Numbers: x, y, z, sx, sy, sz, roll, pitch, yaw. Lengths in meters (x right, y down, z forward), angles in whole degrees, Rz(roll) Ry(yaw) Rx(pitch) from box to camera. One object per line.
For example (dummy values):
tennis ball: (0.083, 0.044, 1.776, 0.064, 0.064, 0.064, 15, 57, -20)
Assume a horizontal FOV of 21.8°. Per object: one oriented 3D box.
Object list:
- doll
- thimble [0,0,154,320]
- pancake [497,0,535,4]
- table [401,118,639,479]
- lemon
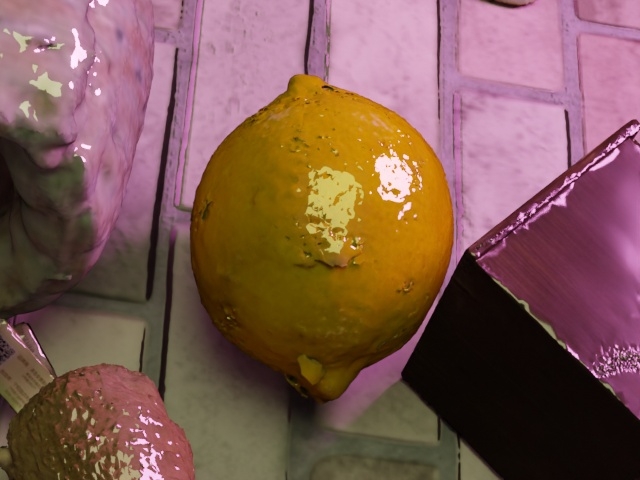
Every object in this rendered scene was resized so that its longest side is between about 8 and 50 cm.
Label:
doll: (-0.131, 0.138, 0.983, 0.115, 0.105, 0.221, -40, 59, 13)
thimble: (-0.240, -0.091, 0.990, 0.291, 0.291, 0.195, 9, 58, -8)
pancake: (0.145, -0.234, 1.337, 0.108, 0.017, 0.108, 7, 60, -12)
table: (0.193, 0.071, 1.063, 0.172, 0.169, 0.193, -36, 71, -30)
lemon: (0.000, 0.000, 1.061, 0.173, 0.173, 0.206, 4, 71, -11)
